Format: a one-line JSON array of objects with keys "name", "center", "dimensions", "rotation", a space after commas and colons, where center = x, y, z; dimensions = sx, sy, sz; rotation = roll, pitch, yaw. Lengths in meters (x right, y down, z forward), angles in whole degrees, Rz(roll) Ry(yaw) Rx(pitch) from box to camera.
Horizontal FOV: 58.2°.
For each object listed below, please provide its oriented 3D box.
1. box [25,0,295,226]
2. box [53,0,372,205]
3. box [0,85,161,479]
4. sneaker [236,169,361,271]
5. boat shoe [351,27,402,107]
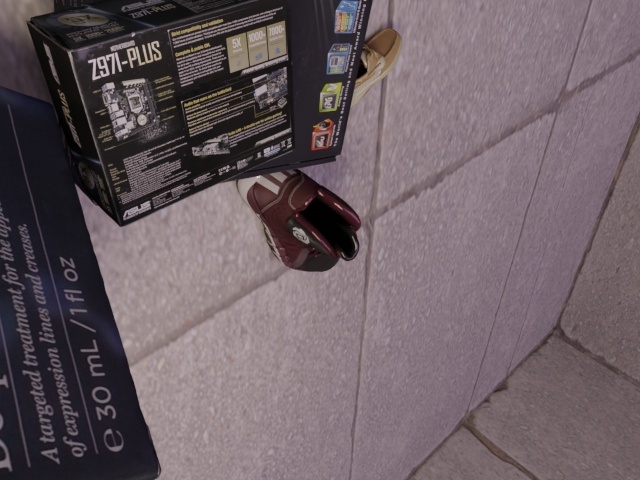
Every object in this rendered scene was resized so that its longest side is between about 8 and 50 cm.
[{"name": "box", "center": [-0.115, -0.119, 0.469], "dimensions": [0.180, 0.077, 0.148], "rotation": [-30, 139, -29]}, {"name": "box", "center": [-0.081, -0.249, 0.546], "dimensions": [0.318, 0.097, 0.395], "rotation": [-15, 130, -40]}, {"name": "box", "center": [-0.325, 0.044, 0.264], "dimensions": [0.212, 0.294, 0.395], "rotation": [-38, 154, 24]}, {"name": "sneaker", "center": [0.000, 0.000, 0.797], "dimensions": [0.106, 0.162, 0.281], "rotation": [-50, 146, -8]}, {"name": "boat shoe", "center": [0.060, -0.236, 0.773], "dimensions": [0.135, 0.050, 0.045], "rotation": [-53, 152, -5]}]
